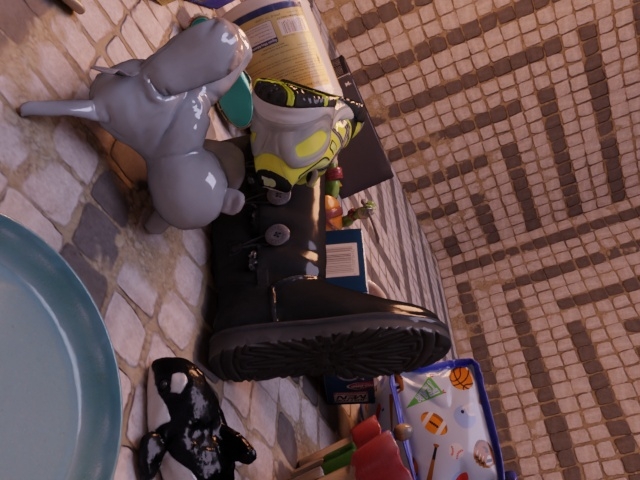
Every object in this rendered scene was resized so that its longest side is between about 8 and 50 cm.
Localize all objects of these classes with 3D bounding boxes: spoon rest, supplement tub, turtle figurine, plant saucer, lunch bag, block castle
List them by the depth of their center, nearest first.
[{"bbox_3d":[-0.281,0.120,0.488,0.317,0.044,0.317,58,20,-35],"label":"plant saucer"},{"bbox_3d":[0.106,0.414,0.835,0.453,0.213,0.303,81,-15,-76],"label":"block castle"},{"bbox_3d":[0.240,0.477,1.245,0.328,0.239,0.385,100,-16,-60],"label":"lunch bag"},{"bbox_3d":[-0.083,-0.367,1.361,0.228,0.228,0.316,-31,100,-73],"label":"supplement tub"},{"bbox_3d":[0.026,-0.094,1.443,0.275,0.198,0.266,-24,100,-76],"label":"turtle figurine"},{"bbox_3d":[0.143,0.209,1.641,0.276,0.084,0.137,-90,-169,-54],"label":"spoon rest"}]

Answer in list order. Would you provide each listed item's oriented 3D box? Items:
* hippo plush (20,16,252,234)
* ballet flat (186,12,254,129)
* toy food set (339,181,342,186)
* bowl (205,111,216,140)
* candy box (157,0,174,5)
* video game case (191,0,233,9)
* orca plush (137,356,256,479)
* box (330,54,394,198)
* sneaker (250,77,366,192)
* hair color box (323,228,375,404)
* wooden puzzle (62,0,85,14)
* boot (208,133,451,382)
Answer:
[{"bbox_3d":[-0.170,-0.143,0.811,0.294,0.234,0.236,-71,137,-66],"label":"hippo plush"},{"bbox_3d":[-0.199,-0.346,1.235,0.077,0.091,0.241,-131,-161,-71],"label":"ballet flat"},{"bbox_3d":[-0.018,-0.184,1.665,0.128,0.071,0.218,49,9,17],"label":"toy food set"},{"bbox_3d":[-0.240,-0.224,0.999,0.142,0.053,0.142,-18,89,-74],"label":"bowl"},{"bbox_3d":[-0.307,-0.529,0.990,0.316,0.088,0.182,-49,119,-82],"label":"candy box"},{"bbox_3d":[-0.296,-0.632,1.277,0.244,0.061,0.269,67,17,-8],"label":"video game case"},{"bbox_3d":[-0.128,0.269,0.701,0.151,0.102,0.287,45,30,-56],"label":"orca plush"},{"bbox_3d":[0.068,-0.357,1.865,0.312,0.179,0.343,-94,159,-65],"label":"box"},{"bbox_3d":[-0.028,-0.169,0.953,0.385,0.145,0.147,-32,138,-70],"label":"sneaker"},{"bbox_3d":[0.047,0.161,1.200,0.173,0.105,0.347,-90,174,-48],"label":"hair color box"},{"bbox_3d":[-0.391,-0.451,0.790,0.221,0.044,0.238,34,39,-63],"label":"wooden puzzle"},{"bbox_3d":[-0.002,0.000,1.013,0.146,0.367,0.445,99,-11,-49],"label":"boot"}]
